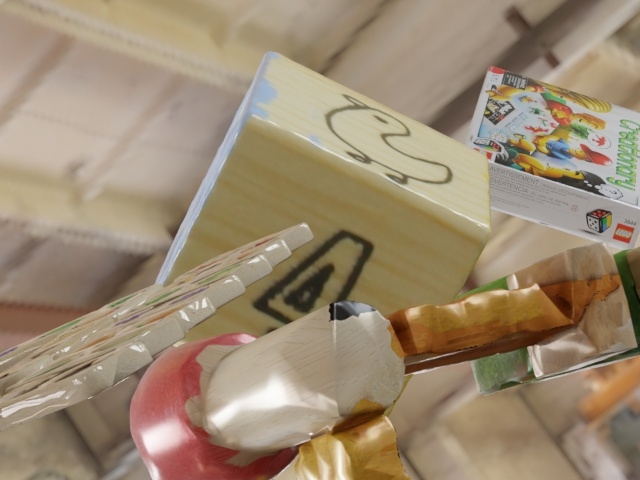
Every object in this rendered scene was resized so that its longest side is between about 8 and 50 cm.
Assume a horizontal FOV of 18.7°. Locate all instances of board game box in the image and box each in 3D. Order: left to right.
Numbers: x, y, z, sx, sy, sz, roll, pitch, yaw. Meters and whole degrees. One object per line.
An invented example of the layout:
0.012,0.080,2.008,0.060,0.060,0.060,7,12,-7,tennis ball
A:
0.250,-0.092,2.065,0.305,0.193,0.053,-67,-6,-66,board game box

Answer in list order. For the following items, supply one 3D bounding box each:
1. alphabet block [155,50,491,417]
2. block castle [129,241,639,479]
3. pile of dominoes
0.000,0.000,1.469,0.193,0.197,0.192,-62,6,21,alphabet block
0.150,0.152,1.021,0.453,0.303,0.213,-12,-9,-33,block castle
-0.115,0.036,0.661,0.196,0.040,0.251,-24,4,18,pile of dominoes
